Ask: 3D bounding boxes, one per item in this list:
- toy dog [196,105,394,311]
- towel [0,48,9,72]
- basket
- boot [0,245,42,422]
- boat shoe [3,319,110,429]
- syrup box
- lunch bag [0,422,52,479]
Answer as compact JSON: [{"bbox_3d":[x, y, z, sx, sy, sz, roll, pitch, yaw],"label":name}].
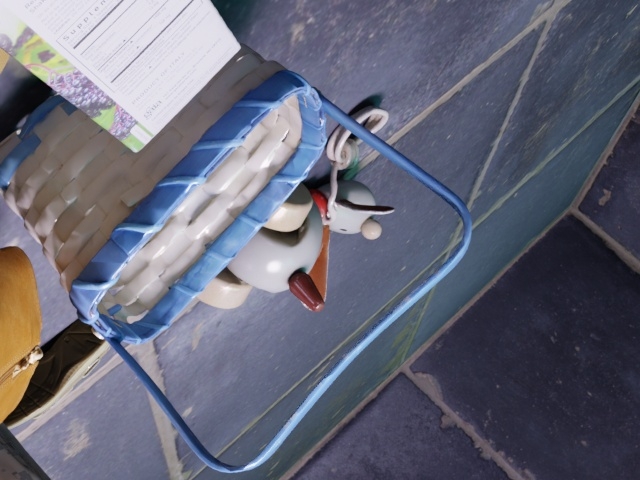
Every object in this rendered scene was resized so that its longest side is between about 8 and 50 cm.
[{"bbox_3d":[0.000,0.000,1.153,0.334,0.161,0.220,-32,159,-40],"label":"toy dog"},{"bbox_3d":[-0.244,-0.126,0.479,0.370,0.040,0.271,-53,162,26],"label":"towel"},{"bbox_3d":[-0.069,-0.016,0.714,0.255,0.289,0.201,-44,164,-3],"label":"basket"},{"bbox_3d":[-0.250,0.033,0.648,0.211,0.104,0.295,-63,168,-67],"label":"boot"},{"bbox_3d":[-0.274,0.140,1.000,0.153,0.056,0.048,-46,161,-27],"label":"boat shoe"},{"bbox_3d":[-0.130,-0.137,0.494,0.096,0.093,0.237,-45,165,0],"label":"syrup box"},{"bbox_3d":[-0.321,0.289,0.820,0.235,0.287,0.169,-47,163,-1],"label":"lunch bag"}]
